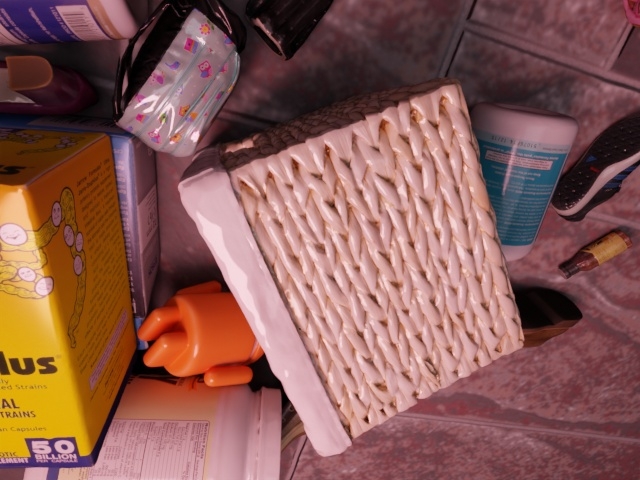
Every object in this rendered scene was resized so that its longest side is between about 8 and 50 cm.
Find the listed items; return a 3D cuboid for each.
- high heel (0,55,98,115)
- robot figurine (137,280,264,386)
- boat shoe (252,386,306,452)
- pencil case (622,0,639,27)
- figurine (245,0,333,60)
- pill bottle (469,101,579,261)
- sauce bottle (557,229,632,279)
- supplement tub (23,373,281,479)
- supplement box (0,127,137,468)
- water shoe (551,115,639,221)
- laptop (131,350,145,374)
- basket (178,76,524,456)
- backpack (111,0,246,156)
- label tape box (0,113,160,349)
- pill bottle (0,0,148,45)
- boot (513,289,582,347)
[{"bbox_3d":[-0.419,-0.191,0.514,0.245,0.117,0.082,-7,93,-2],"label":"high heel"},{"bbox_3d":[-0.172,0.145,0.665,0.220,0.158,0.128,7,98,-47],"label":"robot figurine"},{"bbox_3d":[-0.102,0.347,0.821,0.342,0.123,0.123,-35,102,10],"label":"boat shoe"},{"bbox_3d":[0.610,-0.369,0.526,0.387,0.160,0.166,-7,109,-3],"label":"pencil case"},{"bbox_3d":[-0.042,-0.372,0.487,0.209,0.092,0.215,-44,113,6],"label":"figurine"},{"bbox_3d":[0.273,-0.068,0.637,0.147,0.146,0.263,4,115,-9],"label":"pill bottle"},{"bbox_3d":[0.513,0.029,0.775,0.128,0.042,0.042,-32,116,8],"label":"sauce bottle"},{"bbox_3d":[-0.230,0.330,0.638,0.326,0.235,0.235,4,116,-8],"label":"supplement tub"},{"bbox_3d":[-0.352,0.066,0.472,0.195,0.195,0.355,2,117,-8],"label":"supplement box"},{"bbox_3d":[0.480,-0.119,0.694,0.080,0.072,0.203,26,116,-42],"label":"water shoe"},{"bbox_3d":[-0.426,0.316,0.812,0.235,0.136,0.264,-11,143,-1],"label":"laptop"},{"bbox_3d":[0.024,-0.004,0.525,0.267,0.328,0.330,-26,110,-4],"label":"basket"},{"bbox_3d":[-0.170,-0.196,0.499,0.115,0.152,0.181,32,92,-24],"label":"backpack"},{"bbox_3d":[-0.379,-0.005,0.605,0.250,0.115,0.347,4,118,-9],"label":"label tape box"},{"bbox_3d":[-0.342,-0.293,0.441,0.265,0.153,0.153,-5,117,-5],"label":"pill bottle"},{"bbox_3d":[0.346,0.157,0.771,0.306,0.112,0.115,8,127,-24],"label":"boot"}]
